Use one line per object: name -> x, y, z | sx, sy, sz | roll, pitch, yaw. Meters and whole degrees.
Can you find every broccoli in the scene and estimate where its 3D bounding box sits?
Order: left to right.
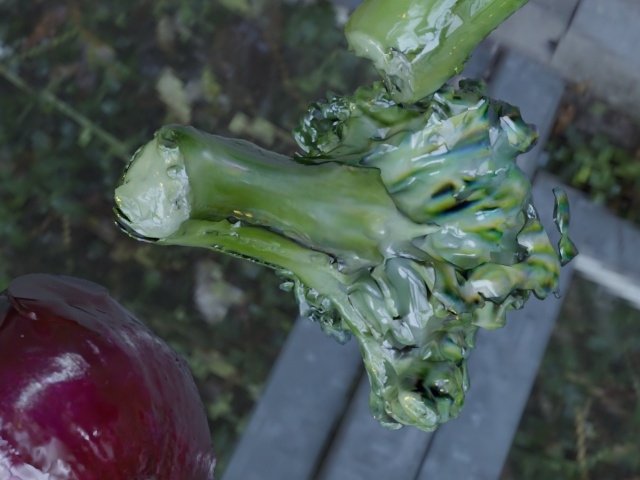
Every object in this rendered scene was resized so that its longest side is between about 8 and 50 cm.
broccoli -> 0.007, 0.018, 1.050 | 0.177, 0.275, 0.198 | -11, 95, 39
broccoli -> 0.131, -0.191, 0.980 | 0.304, 0.165, 0.145 | -45, 131, 8

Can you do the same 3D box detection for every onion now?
onion -> -0.189, 0.138, 1.250 | 0.216, 0.207, 0.206 | 27, 105, 33
